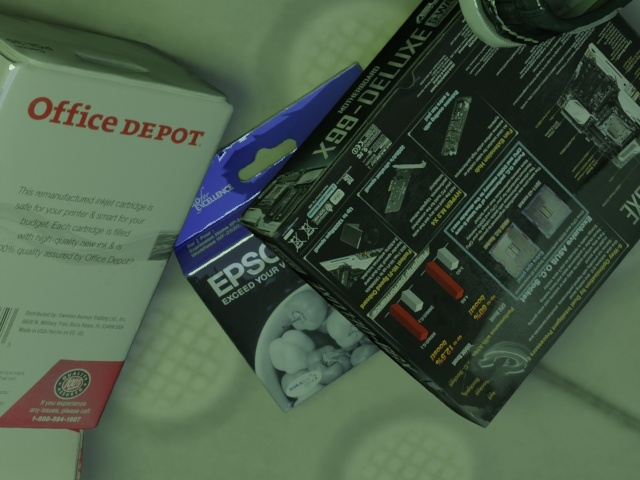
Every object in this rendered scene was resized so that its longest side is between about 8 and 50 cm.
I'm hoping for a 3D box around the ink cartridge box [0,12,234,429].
[{"bbox_3d":[-0.214,-0.012,1.411,0.207,0.117,0.283,8,112,-46],"label":"ink cartridge box"}]

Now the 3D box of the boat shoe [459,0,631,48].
[{"bbox_3d":[0.233,-0.237,1.413,0.302,0.091,0.114,-45,112,-20],"label":"boat shoe"}]

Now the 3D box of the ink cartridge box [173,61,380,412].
[{"bbox_3d":[0.000,0.000,1.541,0.206,0.045,0.208,-34,113,3],"label":"ink cartridge box"}]

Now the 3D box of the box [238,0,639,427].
[{"bbox_3d":[0.128,-0.051,1.489,0.242,0.076,0.307,42,84,-24],"label":"box"}]

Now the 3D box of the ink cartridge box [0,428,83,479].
[{"bbox_3d":[-0.294,0.219,1.503,0.159,0.092,0.218,18,131,-18],"label":"ink cartridge box"}]
